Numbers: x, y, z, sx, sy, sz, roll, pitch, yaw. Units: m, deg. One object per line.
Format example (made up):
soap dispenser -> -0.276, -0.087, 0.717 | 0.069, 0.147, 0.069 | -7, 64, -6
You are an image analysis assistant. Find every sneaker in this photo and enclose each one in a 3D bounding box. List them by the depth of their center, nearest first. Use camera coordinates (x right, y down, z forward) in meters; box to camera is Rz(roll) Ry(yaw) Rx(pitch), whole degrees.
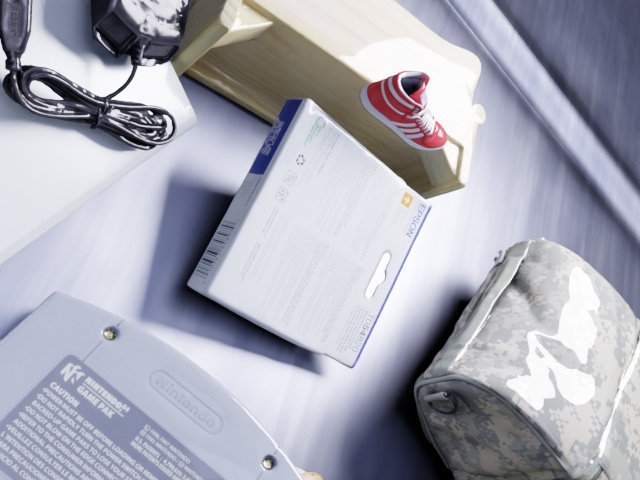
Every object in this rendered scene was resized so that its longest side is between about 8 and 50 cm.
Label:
sneaker -> 0.104, -0.133, 0.689 | 0.118, 0.067, 0.042 | 25, 67, -30

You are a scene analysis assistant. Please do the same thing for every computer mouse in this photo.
computer mouse -> -0.188, -0.218, 0.571 | 0.184, 0.060, 0.262 | 4, 102, -54

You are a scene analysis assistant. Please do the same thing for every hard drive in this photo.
hard drive -> -0.258, -0.116, 0.569 | 0.307, 0.040, 0.203 | -46, 126, -37

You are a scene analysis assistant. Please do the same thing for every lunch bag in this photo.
lunch bag -> 0.267, 0.170, 0.823 | 0.305, 0.212, 0.256 | -44, 106, -39

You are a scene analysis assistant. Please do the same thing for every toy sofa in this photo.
toy sofa -> 0.015, -0.194, 0.773 | 0.362, 0.150, 0.177 | 27, 65, -29

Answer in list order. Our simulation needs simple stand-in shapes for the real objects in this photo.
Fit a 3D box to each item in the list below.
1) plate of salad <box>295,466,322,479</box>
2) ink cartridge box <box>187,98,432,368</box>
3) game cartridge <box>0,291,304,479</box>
plate of salad -> -0.016, 0.294, 0.623 | 0.200, 0.048, 0.200 | 33, 28, -21
ink cartridge box -> 0.000, 0.000, 0.720 | 0.224, 0.045, 0.223 | 35, 77, -37
game cartridge -> -0.154, 0.188, 0.541 | 0.297, 0.062, 0.198 | 40, 49, -1
